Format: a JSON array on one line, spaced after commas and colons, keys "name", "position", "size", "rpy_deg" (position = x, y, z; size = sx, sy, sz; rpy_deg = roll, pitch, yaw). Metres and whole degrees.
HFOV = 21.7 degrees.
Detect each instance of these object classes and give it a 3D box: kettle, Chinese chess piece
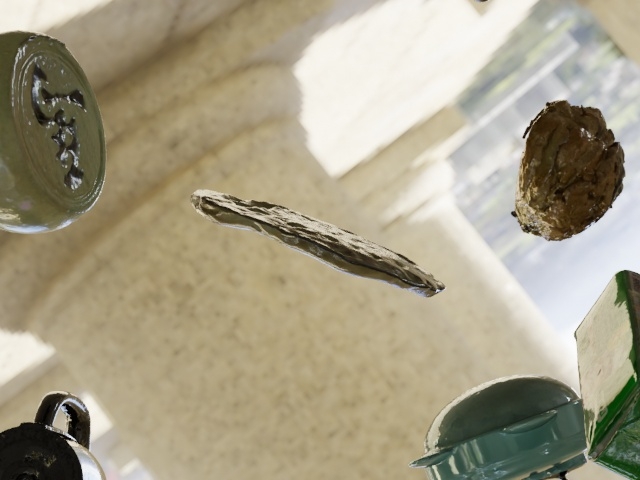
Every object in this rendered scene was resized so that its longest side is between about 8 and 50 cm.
[{"name": "kettle", "position": [-0.347, 0.292, 2.130], "size": [0.144, 0.202, 0.232], "rpy_deg": [-1, 169, 5]}, {"name": "Chinese chess piece", "position": [-0.358, -0.133, 2.047], "size": [0.101, 0.250, 0.250], "rpy_deg": [-11, -178, 20]}]

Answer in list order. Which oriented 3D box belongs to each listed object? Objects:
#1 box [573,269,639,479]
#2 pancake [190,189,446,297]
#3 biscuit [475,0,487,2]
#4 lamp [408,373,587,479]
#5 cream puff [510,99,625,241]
[{"name": "box", "position": [0.340, 0.143, 1.586], "size": [0.103, 0.180, 0.250], "rpy_deg": [-62, -173, 25]}, {"name": "pancake", "position": [0.000, 0.000, 1.386], "size": [0.235, 0.212, 0.029], "rpy_deg": [18, 95, -34]}, {"name": "biscuit", "position": [0.147, -0.321, 1.618], "size": [0.208, 0.047, 0.164], "rpy_deg": [0, 99, -74]}, {"name": "lamp", "position": [0.233, 0.240, 1.997], "size": [0.209, 0.147, 0.284], "rpy_deg": [-21, 153, 24]}, {"name": "cream puff", "position": [0.230, -0.063, 1.553], "size": [0.119, 0.104, 0.133], "rpy_deg": [74, 27, -88]}]
